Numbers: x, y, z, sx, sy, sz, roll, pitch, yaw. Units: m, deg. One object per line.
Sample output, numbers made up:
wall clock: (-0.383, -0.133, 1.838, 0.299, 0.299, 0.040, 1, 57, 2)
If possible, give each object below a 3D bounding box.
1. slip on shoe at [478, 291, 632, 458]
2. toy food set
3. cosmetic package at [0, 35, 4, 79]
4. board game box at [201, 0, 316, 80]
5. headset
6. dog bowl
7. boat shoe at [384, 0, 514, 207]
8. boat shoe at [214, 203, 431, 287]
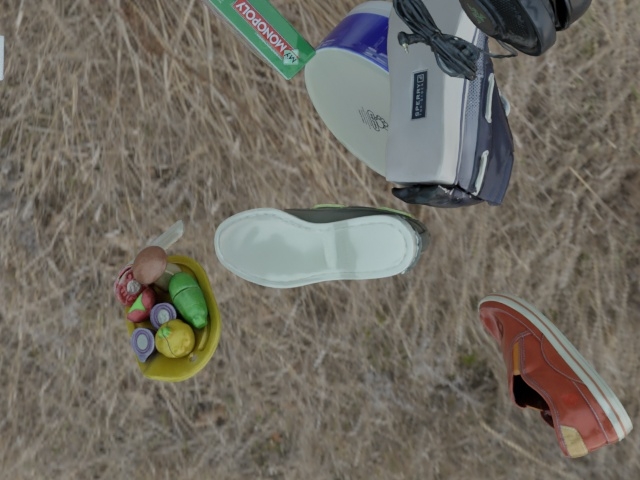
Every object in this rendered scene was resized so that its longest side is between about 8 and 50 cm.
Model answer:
slip on shoe: (0.291, 0.174, 1.438, 0.101, 0.331, 0.123, -33, 124, -2)
toy food set: (-0.207, 0.071, 1.315, 0.128, 0.217, 0.071, -34, 144, 12)
cosmetic package: (-0.504, -0.222, 1.240, 0.239, 0.099, 0.060, 0, 91, -40)
board game box: (-0.150, -0.311, 1.113, 0.046, 0.213, 0.317, -46, 115, 2)
headset: (0.196, -0.281, 0.982, 0.243, 0.185, 0.394, -37, 170, -31)
dog bowl: (0.108, -0.202, 1.498, 0.104, 0.265, 0.265, -48, 121, -20)
boat shoe: (0.173, -0.199, 1.332, 0.158, 0.127, 0.340, 15, 81, -46)
boat shoe: (0.000, 0.005, 1.432, 0.305, 0.091, 0.109, 0, 98, 28)
